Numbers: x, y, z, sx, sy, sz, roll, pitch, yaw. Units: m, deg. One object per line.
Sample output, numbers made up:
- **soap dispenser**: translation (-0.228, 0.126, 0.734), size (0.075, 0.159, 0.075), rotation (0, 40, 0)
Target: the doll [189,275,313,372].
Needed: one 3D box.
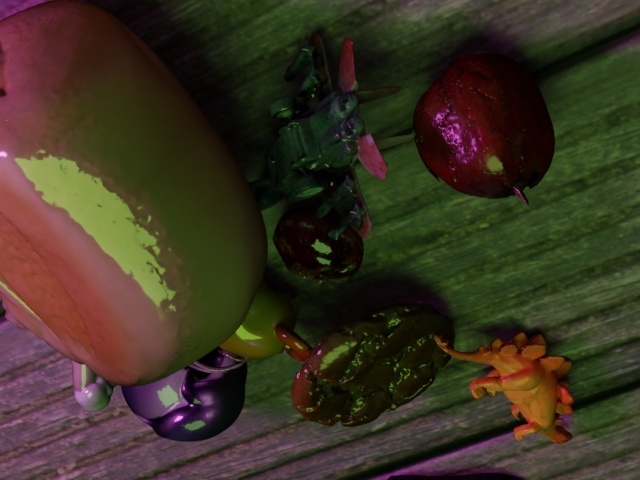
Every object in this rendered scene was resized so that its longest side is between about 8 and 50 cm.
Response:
- **doll**: translation (-0.105, 0.095, 1.826), size (0.221, 0.135, 0.143), rotation (26, 167, -14)

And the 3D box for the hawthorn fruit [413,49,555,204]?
- **hawthorn fruit**: translation (0.173, -0.103, 1.560), size (0.148, 0.172, 0.148), rotation (-26, 152, -15)

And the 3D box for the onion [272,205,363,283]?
- **onion**: translation (0.000, 0.000, 1.745), size (0.107, 0.097, 0.107), rotation (22, 162, 8)

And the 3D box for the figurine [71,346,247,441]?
- **figurine**: translation (-0.202, 0.177, 1.911), size (0.222, 0.145, 0.145), rotation (3, 134, 12)

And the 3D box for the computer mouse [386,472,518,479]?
- **computer mouse**: translation (0.177, 0.372, 2.082), size (0.217, 0.073, 0.122), rotation (-5, 133, 16)

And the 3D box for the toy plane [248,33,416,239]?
- **toy plane**: translation (-0.020, -0.084, 1.630), size (0.104, 0.222, 0.326), rotation (-7, 166, -33)

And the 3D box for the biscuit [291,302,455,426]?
- **biscuit**: translation (0.066, 0.154, 1.843), size (0.226, 0.042, 0.226), rotation (-21, 147, -15)

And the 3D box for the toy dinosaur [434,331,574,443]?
- **toy dinosaur**: translation (0.249, 0.167, 1.876), size (0.117, 0.070, 0.288), rotation (-30, 129, 19)

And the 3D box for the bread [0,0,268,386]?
- **bread**: translation (-0.235, -0.056, 1.589), size (0.376, 0.253, 0.348), rotation (51, 154, -22)
